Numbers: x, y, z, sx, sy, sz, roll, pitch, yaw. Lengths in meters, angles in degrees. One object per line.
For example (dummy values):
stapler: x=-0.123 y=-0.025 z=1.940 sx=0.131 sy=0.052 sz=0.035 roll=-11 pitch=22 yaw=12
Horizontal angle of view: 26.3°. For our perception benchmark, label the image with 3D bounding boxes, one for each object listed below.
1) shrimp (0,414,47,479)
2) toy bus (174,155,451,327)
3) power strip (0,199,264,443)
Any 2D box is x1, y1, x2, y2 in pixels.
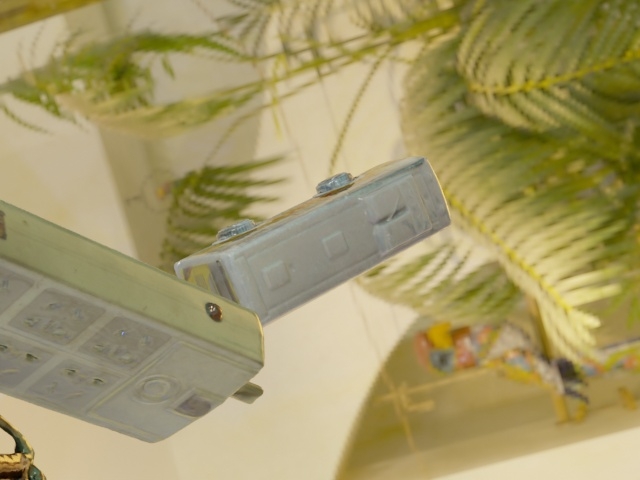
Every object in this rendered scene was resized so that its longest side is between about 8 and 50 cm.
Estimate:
shrimp: x=-0.239 y=0.149 z=0.744 sx=0.372 sy=0.172 sz=0.137 roll=55 pitch=-168 yaw=-17
toy bus: x=0.000 y=0.000 z=0.865 sx=0.190 sy=0.075 sz=0.064 roll=-27 pitch=-83 yaw=-35
power strip: x=-0.065 y=0.020 z=0.335 sx=0.136 sy=0.051 sz=0.019 roll=28 pitch=-144 yaw=-38
